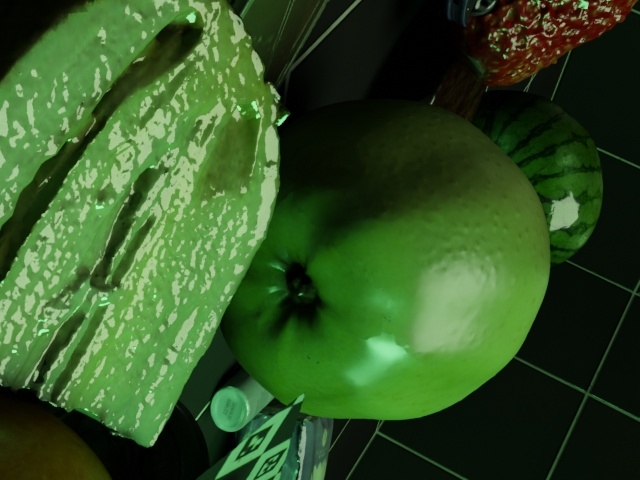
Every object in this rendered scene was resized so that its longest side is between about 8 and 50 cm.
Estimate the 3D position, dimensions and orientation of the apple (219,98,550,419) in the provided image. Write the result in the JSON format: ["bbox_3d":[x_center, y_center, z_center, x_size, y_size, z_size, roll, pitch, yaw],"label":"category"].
[{"bbox_3d":[0.050,0.021,1.143,0.357,0.357,0.357,-57,165,-24],"label":"apple"}]

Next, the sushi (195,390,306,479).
[{"bbox_3d":[-0.115,0.289,0.884,0.292,0.059,0.294,-36,156,-28],"label":"sushi"}]

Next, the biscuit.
[{"bbox_3d":[0.136,-0.151,1.644,0.407,0.091,0.407,-57,167,-21],"label":"biscuit"}]

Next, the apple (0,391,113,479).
[{"bbox_3d":[-0.222,0.189,0.633,0.237,0.237,0.207,-62,-171,-4],"label":"apple"}]

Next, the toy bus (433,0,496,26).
[{"bbox_3d":[0.185,-0.401,1.265,0.125,0.133,0.292,38,77,-82],"label":"toy bus"}]

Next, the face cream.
[{"bbox_3d":[-0.086,0.196,1.534,0.084,0.057,0.198,-69,167,21],"label":"face cream"}]

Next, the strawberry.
[{"bbox_3d":[0.289,-0.346,1.438,0.351,0.267,0.312,-57,145,-22],"label":"strawberry"}]

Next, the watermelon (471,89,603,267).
[{"bbox_3d":[0.311,-0.096,1.870,0.331,0.331,0.189,-67,170,15],"label":"watermelon"}]

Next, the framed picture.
[{"bbox_3d":[-0.010,-0.264,1.041,0.250,0.016,0.184,-61,167,-7],"label":"framed picture"}]

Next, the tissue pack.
[{"bbox_3d":[-0.073,0.414,1.652,0.242,0.125,0.344,22,77,-81],"label":"tissue pack"}]

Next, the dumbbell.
[{"bbox_3d":[-0.184,0.265,1.039,0.179,0.179,0.406,-56,165,-26],"label":"dumbbell"}]

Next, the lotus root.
[{"bbox_3d":[-0.156,-0.046,0.655,0.260,0.149,0.267,-65,149,-11],"label":"lotus root"}]
